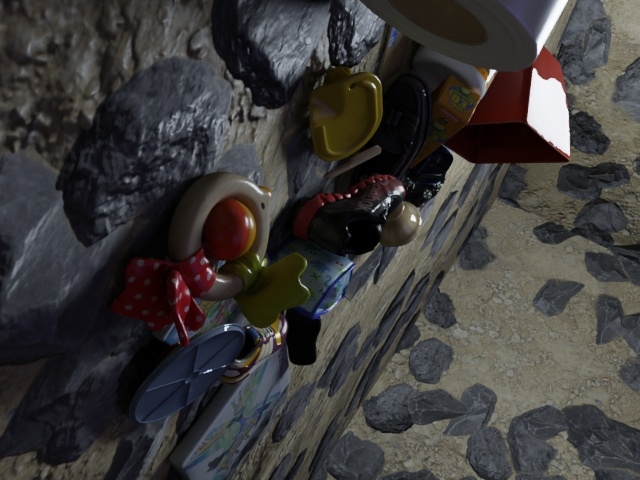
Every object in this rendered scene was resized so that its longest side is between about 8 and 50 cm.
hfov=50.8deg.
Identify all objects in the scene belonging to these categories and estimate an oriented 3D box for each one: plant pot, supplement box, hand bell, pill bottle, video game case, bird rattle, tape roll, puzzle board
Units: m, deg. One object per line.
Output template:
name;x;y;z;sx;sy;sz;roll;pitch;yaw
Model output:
plant pot;0.432;-0.336;1.595;0.267;0.267;0.236;21;78;-46
supplement box;0.220;-0.233;1.354;0.080;0.078;0.233;-60;-171;-27
hand bell;0.149;-0.095;1.521;0.126;0.126;0.242;-57;151;-15
pill bottle;0.311;-0.425;1.331;0.279;0.162;0.162;-59;163;-8
video game case;-0.168;0.355;1.377;0.329;0.036;0.300;-53;161;-27
video game case;-0.153;0.082;1.014;0.212;0.023;0.193;-56;162;-16
bird rattle;-0.138;0.016;0.849;0.253;0.143;0.207;6;92;-48
tape roll;0.165;-0.330;0.854;0.100;0.286;0.286;-62;163;3
puzzle board;0.133;-0.347;1.196;0.096;0.011;0.128;-43;154;-44

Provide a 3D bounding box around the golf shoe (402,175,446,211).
golf shoe;0.223;-0.106;1.732;0.273;0.105;0.120;-57;-176;-14

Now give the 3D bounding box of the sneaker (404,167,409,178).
sneaker;0.197;-0.194;1.590;0.109;0.040;0.043;-65;-167;-5

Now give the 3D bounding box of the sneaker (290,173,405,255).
sneaker;0.079;-0.042;1.216;0.276;0.135;0.098;-23;139;-43

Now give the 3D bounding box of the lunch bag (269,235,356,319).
lunch bag;-0.031;0.071;1.172;0.151;0.128;0.096;-37;150;-56

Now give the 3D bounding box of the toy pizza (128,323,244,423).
toy pizza;-0.195;0.186;0.976;0.201;0.032;0.201;-38;159;-17

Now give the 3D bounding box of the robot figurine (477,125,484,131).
robot figurine;0.419;-0.340;1.836;0.158;0.128;0.219;-19;-154;53

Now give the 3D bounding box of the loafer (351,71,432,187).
loafer;0.130;-0.175;1.305;0.095;0.109;0.303;-39;155;-43

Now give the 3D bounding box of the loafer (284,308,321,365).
loafer;-0.042;0.181;1.434;0.220;0.080;0.078;96;-6;-48

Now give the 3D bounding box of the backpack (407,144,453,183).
backpack;0.262;-0.194;1.639;0.114;0.084;0.105;3;128;-46

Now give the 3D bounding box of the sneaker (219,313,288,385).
sneaker;-0.112;0.178;1.204;0.185;0.069;0.084;-46;162;-44

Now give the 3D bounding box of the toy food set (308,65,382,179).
toy food set;0.026;-0.195;1.048;0.128;0.071;0.218;-32;153;-12
